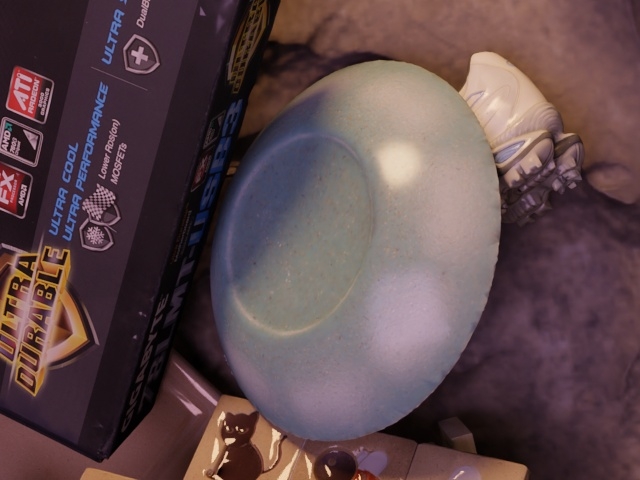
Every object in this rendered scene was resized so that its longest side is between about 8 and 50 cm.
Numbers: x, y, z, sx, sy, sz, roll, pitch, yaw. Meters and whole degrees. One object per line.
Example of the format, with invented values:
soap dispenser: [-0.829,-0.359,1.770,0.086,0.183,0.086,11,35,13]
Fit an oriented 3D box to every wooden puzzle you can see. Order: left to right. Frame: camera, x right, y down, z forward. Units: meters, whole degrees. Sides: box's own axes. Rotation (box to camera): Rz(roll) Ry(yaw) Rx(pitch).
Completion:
wooden puzzle: [-0.179,0.107,0.787,0.238,0.044,0.221,40,115,3]

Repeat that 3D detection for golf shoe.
golf shoe: [0.050,-0.023,0.652,0.176,0.069,0.086,-39,64,26]

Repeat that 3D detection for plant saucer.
plant saucer: [0.000,0.000,0.624,0.195,0.037,0.195,-14,69,42]

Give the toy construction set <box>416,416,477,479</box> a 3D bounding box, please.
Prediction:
toy construction set: [-0.036,0.217,0.695,0.327,0.151,0.215,-16,80,9]

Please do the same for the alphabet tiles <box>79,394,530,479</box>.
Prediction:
alphabet tiles: [-0.036,0.233,0.558,0.285,0.343,0.011,9,148,26]

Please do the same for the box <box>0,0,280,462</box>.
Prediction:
box: [-0.193,-0.070,0.661,0.293,0.073,0.296,24,118,8]
